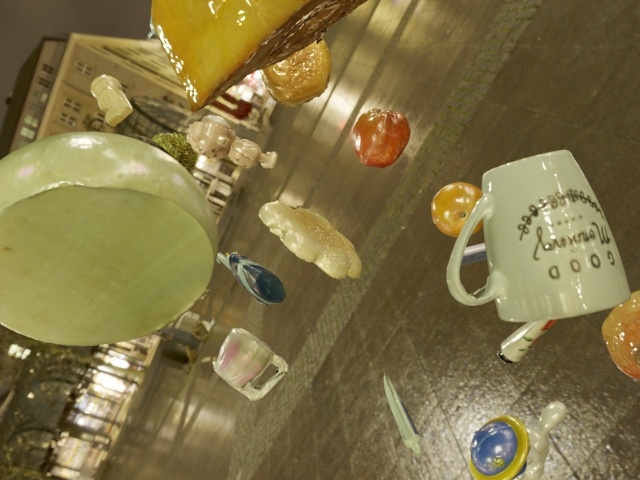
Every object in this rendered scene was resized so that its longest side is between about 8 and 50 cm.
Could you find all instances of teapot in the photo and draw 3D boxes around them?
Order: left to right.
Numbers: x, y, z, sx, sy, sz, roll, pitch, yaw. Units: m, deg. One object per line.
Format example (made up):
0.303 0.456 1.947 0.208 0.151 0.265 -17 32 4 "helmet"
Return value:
-0.243 0.412 1.686 0.178 0.221 0.163 -56 28 -14 "teapot"

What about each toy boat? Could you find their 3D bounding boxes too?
-0.215 0.079 1.280 0.291 0.220 0.067 19 66 40 "toy boat"

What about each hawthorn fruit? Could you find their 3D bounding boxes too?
0.182 -0.312 1.545 0.189 0.189 0.189 -58 16 28 "hawthorn fruit"

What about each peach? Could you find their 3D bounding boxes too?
0.746 0.220 1.145 0.232 0.232 0.232 -58 16 28 "peach"

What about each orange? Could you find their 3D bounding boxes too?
0.384 -0.083 1.397 0.156 0.156 0.124 -61 8 17 "orange"

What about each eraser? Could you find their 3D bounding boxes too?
0.599 0.044 1.904 0.082 0.225 0.036 104 149 -55 "eraser"

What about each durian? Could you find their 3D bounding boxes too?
-0.502 -0.290 1.681 0.198 0.159 0.146 -11 -62 -70 "durian"

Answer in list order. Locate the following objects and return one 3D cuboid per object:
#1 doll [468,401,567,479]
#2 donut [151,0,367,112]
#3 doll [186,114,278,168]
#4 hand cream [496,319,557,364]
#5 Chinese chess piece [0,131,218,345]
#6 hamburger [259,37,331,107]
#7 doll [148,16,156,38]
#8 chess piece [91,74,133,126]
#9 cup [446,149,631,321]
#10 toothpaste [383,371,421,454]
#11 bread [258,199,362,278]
0.535 0.546 1.339 0.311 0.242 0.159 -51 13 3 "doll"
-0.045 -0.245 0.500 0.277 0.108 0.277 -36 12 9 "donut"
-0.265 -0.282 1.512 0.154 0.278 0.119 16 88 54 "doll"
0.433 0.170 1.009 0.050 0.080 0.234 56 138 31 "hand cream"
-0.332 0.005 0.762 0.349 0.349 0.146 -57 38 30 "Chinese chess piece"
-0.047 -0.332 0.959 0.138 0.147 0.083 -22 4 -5 "hamburger"
-0.491 -0.709 1.596 0.120 0.075 0.180 -43 28 34 "doll"
-0.632 -0.423 1.546 0.200 0.090 0.090 51 121 38 "chess piece"
0.307 0.001 0.774 0.186 0.258 0.234 145 110 -80 "cup"
0.226 0.493 1.442 0.047 0.069 0.268 -37 32 7 "toothpaste"
0.000 0.000 0.929 0.039 0.182 0.251 -53 -23 13 "bread"
